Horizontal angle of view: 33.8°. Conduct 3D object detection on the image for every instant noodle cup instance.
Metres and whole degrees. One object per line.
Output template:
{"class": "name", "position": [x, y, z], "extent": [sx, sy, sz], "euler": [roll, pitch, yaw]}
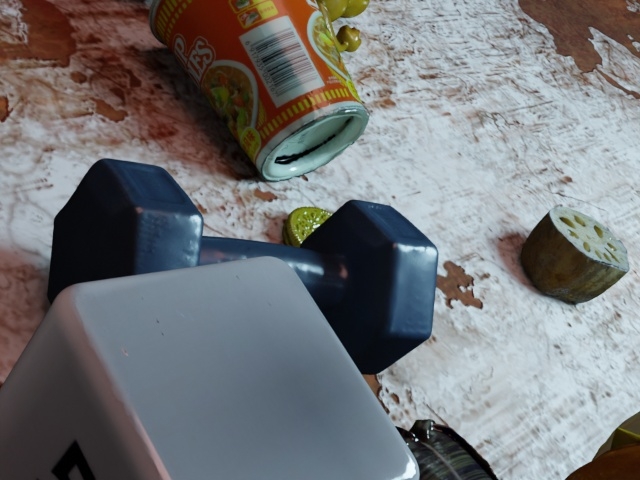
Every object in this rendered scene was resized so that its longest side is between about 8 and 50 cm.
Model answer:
{"class": "instant noodle cup", "position": [-0.052, -0.184, 1.120], "extent": [0.193, 0.193, 0.212], "euler": [-12, 66, -48]}

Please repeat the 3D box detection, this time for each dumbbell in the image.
{"class": "dumbbell", "position": [-0.057, 0.029, 0.879], "extent": [0.325, 0.160, 0.144], "euler": [8, 56, -36]}

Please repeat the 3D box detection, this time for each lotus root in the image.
{"class": "lotus root", "position": [0.308, 0.015, 1.285], "extent": [0.122, 0.081, 0.112], "euler": [15, 40, -29]}

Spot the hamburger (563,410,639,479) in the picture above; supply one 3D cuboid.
{"class": "hamburger", "position": [0.321, 0.268, 0.855], "extent": [0.225, 0.291, 0.291], "euler": [-12, 59, -50]}

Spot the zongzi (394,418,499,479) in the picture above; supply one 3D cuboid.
{"class": "zongzi", "position": [0.054, 0.290, 0.711], "extent": [0.317, 0.154, 0.289], "euler": [-16, 54, -43]}

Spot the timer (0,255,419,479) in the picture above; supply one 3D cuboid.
{"class": "timer", "position": [-0.090, 0.147, 0.687], "extent": [0.192, 0.195, 0.194], "euler": [-8, 57, -46]}

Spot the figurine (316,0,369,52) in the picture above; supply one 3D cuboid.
{"class": "figurine", "position": [0.024, -0.308, 1.396], "extent": [0.176, 0.121, 0.122], "euler": [-35, 105, -63]}

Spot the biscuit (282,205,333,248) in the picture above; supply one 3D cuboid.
{"class": "biscuit", "position": [0.000, 0.000, 1.077], "extent": [0.084, 0.023, 0.084], "euler": [22, 39, -19]}
